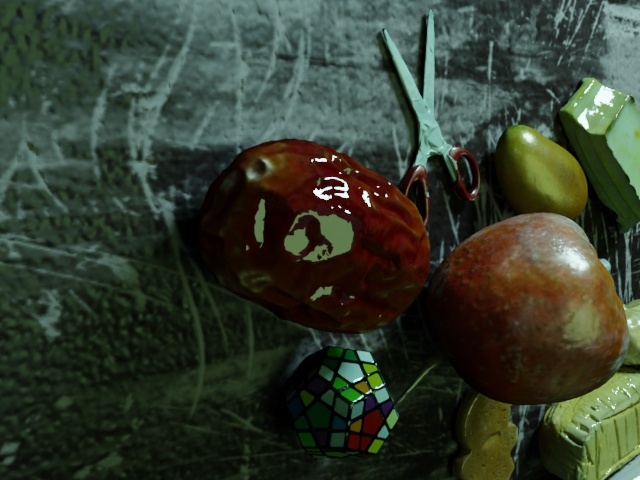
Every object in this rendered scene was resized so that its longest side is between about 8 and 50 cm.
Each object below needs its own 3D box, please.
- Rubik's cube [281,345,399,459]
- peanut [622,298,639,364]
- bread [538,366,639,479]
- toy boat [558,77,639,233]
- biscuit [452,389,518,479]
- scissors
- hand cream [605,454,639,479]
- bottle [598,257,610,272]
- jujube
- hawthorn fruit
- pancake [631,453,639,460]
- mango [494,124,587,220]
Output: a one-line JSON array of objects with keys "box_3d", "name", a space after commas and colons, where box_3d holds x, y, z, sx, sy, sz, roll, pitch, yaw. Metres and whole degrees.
[{"box_3d": [0.021, 0.181, 0.861, 0.112, 0.133, 0.133, -25, 118, -4], "name": "Rubik's cube"}, {"box_3d": [0.564, 0.167, 1.315, 0.263, 0.101, 0.117, 22, 86, -38], "name": "peanut"}, {"box_3d": [0.439, 0.289, 1.237, 0.236, 0.106, 0.140, -19, 114, -36], "name": "bread"}, {"box_3d": [0.455, -0.120, 1.174, 0.111, 0.084, 0.276, -53, 126, -20], "name": "toy boat"}, {"box_3d": [0.233, 0.287, 1.118, 0.133, 0.027, 0.184, -34, 118, -28], "name": "biscuit"}, {"box_3d": [0.128, -0.144, 0.941, 0.144, 0.017, 0.248, -29, 116, -32], "name": "scissors"}, {"box_3d": [0.441, 0.412, 1.216, 0.312, 0.070, 0.111, -26, 155, -10], "name": "hand cream"}, {"box_3d": [0.357, 0.061, 1.148, 0.217, 0.060, 0.060, -12, 107, -36], "name": "bottle"}, {"box_3d": [0.000, 0.000, 0.767, 0.250, 0.174, 0.174, 30, 80, -37], "name": "jujube"}, {"box_3d": [0.237, 0.079, 0.947, 0.263, 0.235, 0.231, 13, 136, -13], "name": "hawthorn fruit"}, {"box_3d": [0.543, 0.394, 1.377, 0.257, 0.056, 0.212, -44, 129, -31], "name": "pancake"}, {"box_3d": [0.291, -0.081, 1.046, 0.163, 0.089, 0.111, 24, 73, -31], "name": "mango"}]
